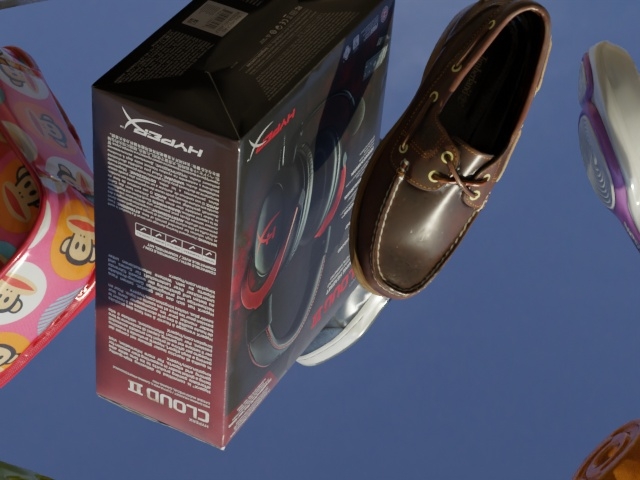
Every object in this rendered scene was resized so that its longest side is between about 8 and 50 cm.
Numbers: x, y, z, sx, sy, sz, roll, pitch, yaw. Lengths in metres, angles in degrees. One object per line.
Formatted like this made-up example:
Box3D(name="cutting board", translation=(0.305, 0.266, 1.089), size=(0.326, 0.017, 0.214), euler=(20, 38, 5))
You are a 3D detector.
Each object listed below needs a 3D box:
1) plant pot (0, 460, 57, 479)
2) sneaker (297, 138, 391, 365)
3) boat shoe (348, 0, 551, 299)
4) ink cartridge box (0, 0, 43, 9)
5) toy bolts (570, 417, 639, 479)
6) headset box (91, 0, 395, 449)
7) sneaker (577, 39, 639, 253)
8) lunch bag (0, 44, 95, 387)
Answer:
Box3D(name="plant pot", translation=(-0.141, 0.268, 0.989), size=(0.207, 0.227, 0.228), euler=(13, -169, -14))
Box3D(name="sneaker", translation=(0.000, -0.002, 1.534), size=(0.163, 0.226, 0.086), euler=(32, -151, -21))
Box3D(name="boat shoe", translation=(0.082, -0.059, 1.106), size=(0.073, 0.073, 0.207), euler=(23, -93, -24))
Box3D(name="ink cartridge box", translation=(-0.140, -0.247, 1.219), size=(0.193, 0.234, 0.088), euler=(-19, -95, -48))
Box3D(name="toy bolts", translation=(0.294, 0.245, 1.426), size=(0.158, 0.228, 0.218), euler=(46, -135, -3))
Box3D(name="headset box", translation=(-0.053, -0.020, 1.209), size=(0.110, 0.293, 0.218), euler=(22, -139, 19))
Box3D(name="sneaker", translation=(0.327, -0.044, 1.538), size=(0.152, 0.114, 0.305), euler=(-27, -92, -3))
Box3D(name="lunch bag", translation=(-0.314, -0.014, 1.474), size=(0.258, 0.120, 0.293), euler=(-45, -129, 17))
